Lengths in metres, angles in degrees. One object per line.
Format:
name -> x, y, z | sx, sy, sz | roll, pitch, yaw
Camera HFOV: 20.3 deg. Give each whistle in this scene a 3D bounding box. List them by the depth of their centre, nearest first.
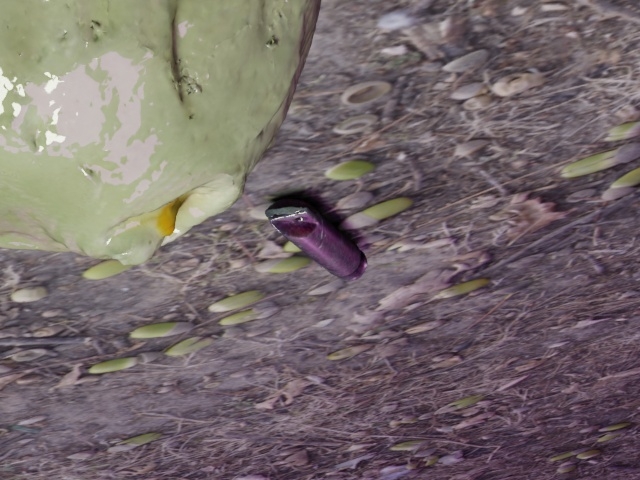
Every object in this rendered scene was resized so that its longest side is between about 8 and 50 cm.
whistle -> 0.000, 0.000, 1.393 | 0.033, 0.033, 0.176 | -20, 160, 12

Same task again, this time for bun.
bun -> -0.128, -0.074, 0.863 | 0.283, 0.179, 0.283 | -11, 161, -4
